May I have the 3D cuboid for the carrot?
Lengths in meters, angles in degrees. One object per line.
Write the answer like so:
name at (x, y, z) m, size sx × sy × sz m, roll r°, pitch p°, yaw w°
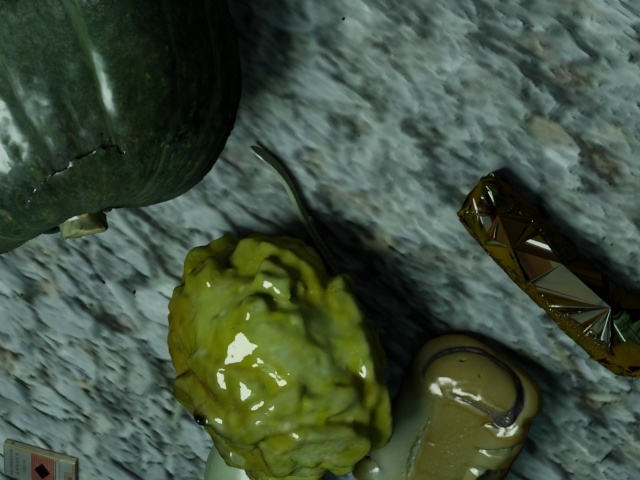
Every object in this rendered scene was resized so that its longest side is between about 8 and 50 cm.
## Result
carrot at (0.210, 0.031, 1.728) m, size 0.229 × 0.069 × 0.069 m, roll 43°, pitch 127°, yaw -8°

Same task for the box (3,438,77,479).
box at (-0.299, 0.242, 2.102) m, size 0.083 × 0.012 × 0.046 m, roll 15°, pitch 125°, yaw 14°

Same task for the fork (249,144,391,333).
fork at (-0.005, 0.003, 1.811) m, size 0.028 × 0.034 × 0.219 m, roll -26°, pitch 110°, yaw 24°

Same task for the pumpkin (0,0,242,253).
pumpkin at (-0.228, -0.127, 1.630) m, size 0.328 × 0.291 × 0.257 m, roll -20°, pitch 90°, yaw 10°

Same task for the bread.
bread at (0.120, 0.189, 1.858) m, size 0.134 × 0.081 × 0.225 m, roll 30°, pitch 131°, yaw 5°

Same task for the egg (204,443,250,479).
egg at (-0.058, 0.239, 1.940) m, size 0.114 × 0.114 × 0.152 m, roll 2°, pitch 121°, yaw 20°

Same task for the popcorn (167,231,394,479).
popcorn at (-0.049, 0.124, 1.784) m, size 0.233 × 0.192 × 0.266 m, roll 19°, pitch 124°, yaw 50°
